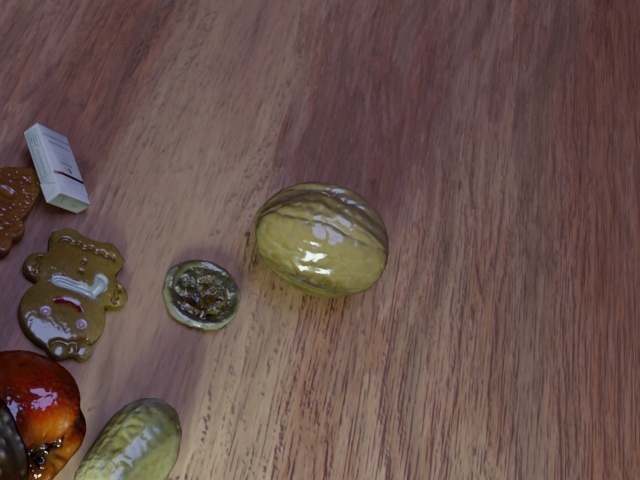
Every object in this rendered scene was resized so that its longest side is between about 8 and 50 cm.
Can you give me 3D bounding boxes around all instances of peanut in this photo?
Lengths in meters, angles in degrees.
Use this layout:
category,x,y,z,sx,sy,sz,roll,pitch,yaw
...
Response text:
category,x,y,z,sx,sy,sz,roll,pitch,yaw
peanut,-0.295,0.344,1.574,0.129,0.129,0.224,37,57,-1

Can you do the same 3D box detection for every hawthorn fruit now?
category,x,y,z,sx,sy,sz,roll,pitch,yaw
hawthorn fruit,-0.465,0.244,1.524,0.207,0.207,0.243,-23,44,-38

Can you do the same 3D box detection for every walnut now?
category,x,y,z,sx,sy,sz,roll,pitch,yaw
walnut,0.000,0.000,1.923,0.261,0.225,0.225,20,49,1

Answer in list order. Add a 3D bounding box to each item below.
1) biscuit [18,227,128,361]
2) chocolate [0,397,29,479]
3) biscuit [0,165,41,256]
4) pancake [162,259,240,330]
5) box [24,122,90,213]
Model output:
category,x,y,z,sx,sy,sz,roll,pitch,yaw
biscuit,-0.421,0.089,1.744,0.184,0.035,0.249,24,50,-12
chocolate,-0.506,0.366,1.298,0.225,0.210,0.340,0,86,15
biscuit,-0.579,-0.052,1.755,0.183,0.043,0.280,44,44,1
pancake,-0.211,0.098,1.858,0.151,0.025,0.152,15,50,-19
box,-0.470,-0.128,1.844,0.084,0.040,0.154,31,33,-62
